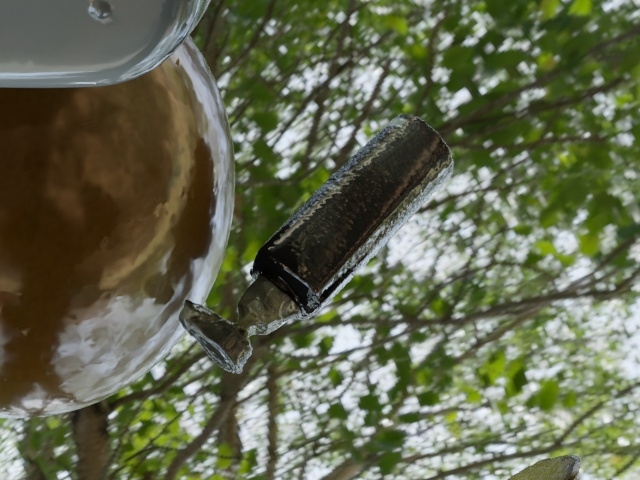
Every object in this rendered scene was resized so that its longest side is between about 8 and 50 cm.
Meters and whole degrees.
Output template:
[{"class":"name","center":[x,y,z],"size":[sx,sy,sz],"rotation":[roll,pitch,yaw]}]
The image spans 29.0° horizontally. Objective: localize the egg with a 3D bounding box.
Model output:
[{"class":"egg","center":[-0.196,-0.032,0.810],"size":[0.282,0.351,0.283],"rotation":[2,-122,-3]}]

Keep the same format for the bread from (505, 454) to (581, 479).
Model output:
[{"class":"bread","center":[0.181,0.270,1.123],"size":[0.065,0.188,0.149],"rotation":[44,-136,0]}]

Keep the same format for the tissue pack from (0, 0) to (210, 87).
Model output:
[{"class":"tissue pack","center":[-0.142,-0.252,0.528],"size":[0.229,0.333,0.236],"rotation":[0,-141,-3]}]

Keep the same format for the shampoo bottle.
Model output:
[{"class":"shampoo bottle","center":[0.000,0.001,0.789],"size":[0.063,0.057,0.207],"rotation":[41,-115,10]}]
